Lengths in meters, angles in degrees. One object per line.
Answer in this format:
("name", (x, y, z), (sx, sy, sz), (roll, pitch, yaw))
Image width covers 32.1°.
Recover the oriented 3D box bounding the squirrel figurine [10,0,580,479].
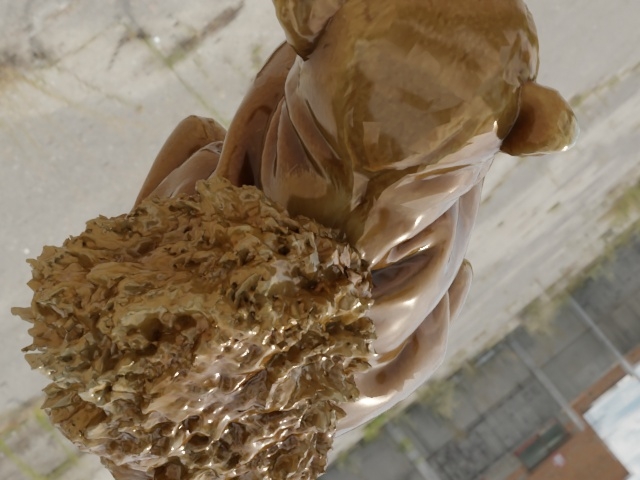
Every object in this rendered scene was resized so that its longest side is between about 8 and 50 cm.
("squirrel figurine", (0.000, 0.000, 0.710), (0.397, 0.281, 0.370), (-57, -177, -35))
